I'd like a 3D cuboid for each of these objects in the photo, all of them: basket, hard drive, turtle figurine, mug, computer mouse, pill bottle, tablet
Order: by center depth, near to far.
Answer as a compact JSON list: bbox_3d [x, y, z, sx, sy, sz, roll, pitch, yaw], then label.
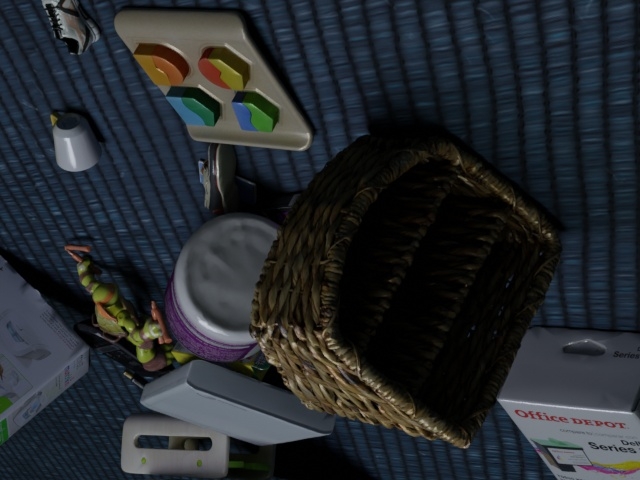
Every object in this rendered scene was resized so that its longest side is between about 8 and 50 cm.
[{"bbox_3d":[0.094,0.034,1.495,0.223,0.299,0.213,9,145,37],"label":"basket"},{"bbox_3d":[-0.121,-0.075,1.820,0.083,0.006,0.054,24,152,12],"label":"tablet"},{"bbox_3d":[-0.336,-0.137,1.861,0.078,0.062,0.064,11,140,17],"label":"mug"},{"bbox_3d":[-0.123,0.073,1.874,0.169,0.169,0.301,31,164,-3],"label":"pill bottle"},{"bbox_3d":[-0.137,0.261,2.181,0.233,0.047,0.353,21,163,-13],"label":"hard drive"},{"bbox_3d":[-0.302,0.128,2.183,0.269,0.087,0.217,35,165,32],"label":"turtle figurine"},{"bbox_3d":[-0.316,0.199,2.408,0.262,0.060,0.184,32,157,-17],"label":"computer mouse"}]

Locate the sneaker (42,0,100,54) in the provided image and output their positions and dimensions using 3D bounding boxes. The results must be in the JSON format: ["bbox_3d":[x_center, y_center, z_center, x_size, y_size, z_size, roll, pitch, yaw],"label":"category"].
[{"bbox_3d":[-0.302,-0.264,1.636,0.040,0.044,0.109,2,140,44],"label":"sneaker"}]

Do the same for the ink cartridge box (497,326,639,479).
[{"bbox_3d":[0.380,0.240,1.766,0.201,0.117,0.278,0,140,42],"label":"ink cartridge box"}]

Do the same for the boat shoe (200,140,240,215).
[{"bbox_3d":[-0.132,-0.081,1.772,0.043,0.049,0.137,21,147,18],"label":"boat shoe"}]

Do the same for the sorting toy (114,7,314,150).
[{"bbox_3d":[-0.126,-0.181,1.616,0.193,0.038,0.208,8,145,34],"label":"sorting toy"}]

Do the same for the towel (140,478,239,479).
[{"bbox_3d":[-0.105,0.449,2.446,0.332,0.053,0.317,9,168,-44],"label":"towel"}]

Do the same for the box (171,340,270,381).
[{"bbox_3d":[-0.124,0.152,2.093,0.179,0.105,0.043,6,140,37],"label":"box"}]

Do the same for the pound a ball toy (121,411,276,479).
[{"bbox_3d":[-0.209,0.363,2.530,0.319,0.136,0.208,-5,168,42],"label":"pound a ball toy"}]

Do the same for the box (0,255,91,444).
[{"bbox_3d":[-0.556,0.177,2.328,0.262,0.231,0.127,43,154,12],"label":"box"}]

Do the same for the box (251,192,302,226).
[{"bbox_3d":[0.000,0.000,1.810,0.116,0.029,0.162,-5,138,48],"label":"box"}]
